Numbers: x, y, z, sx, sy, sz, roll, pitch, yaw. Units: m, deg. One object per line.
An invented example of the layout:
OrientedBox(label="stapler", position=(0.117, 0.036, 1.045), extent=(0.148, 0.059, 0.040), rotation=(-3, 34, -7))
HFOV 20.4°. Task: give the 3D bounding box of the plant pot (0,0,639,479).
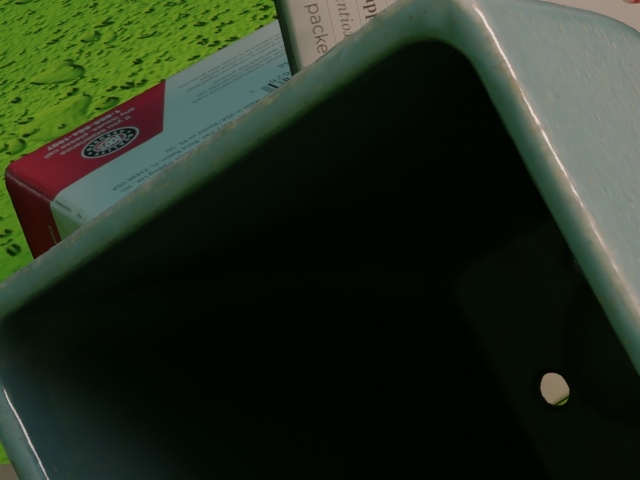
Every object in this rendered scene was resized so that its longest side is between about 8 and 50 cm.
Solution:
OrientedBox(label="plant pot", position=(0.073, 0.063, 0.660), extent=(0.247, 0.248, 0.252), rotation=(-32, -8, 33))

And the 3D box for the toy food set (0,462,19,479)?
OrientedBox(label="toy food set", position=(-0.236, 0.198, 0.723), extent=(0.306, 0.092, 0.220), rotation=(-25, 4, 3))

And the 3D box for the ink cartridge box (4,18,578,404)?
OrientedBox(label="ink cartridge box", position=(0.000, 0.000, 0.965), extent=(0.226, 0.131, 0.306), rotation=(-29, 33, -22))

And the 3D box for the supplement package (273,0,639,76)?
OrientedBox(label="supplement package", position=(0.123, -0.133, 0.824), extent=(0.293, 0.178, 0.175), rotation=(-14, 29, 0))
